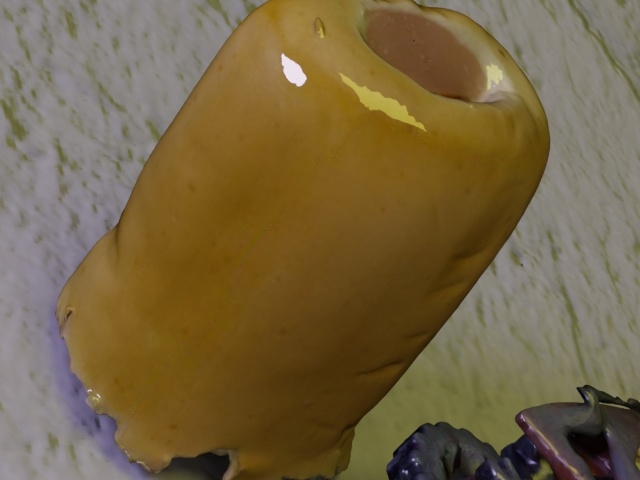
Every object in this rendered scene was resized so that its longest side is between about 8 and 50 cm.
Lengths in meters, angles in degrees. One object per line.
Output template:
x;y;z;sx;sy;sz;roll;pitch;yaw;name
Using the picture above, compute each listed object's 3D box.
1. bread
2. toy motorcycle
0.000;0.001;0.664;0.134;0.173;0.085;13;32;-39;bread
0.109;0.119;0.737;0.212;0.084;0.118;3;45;-53;toy motorcycle
